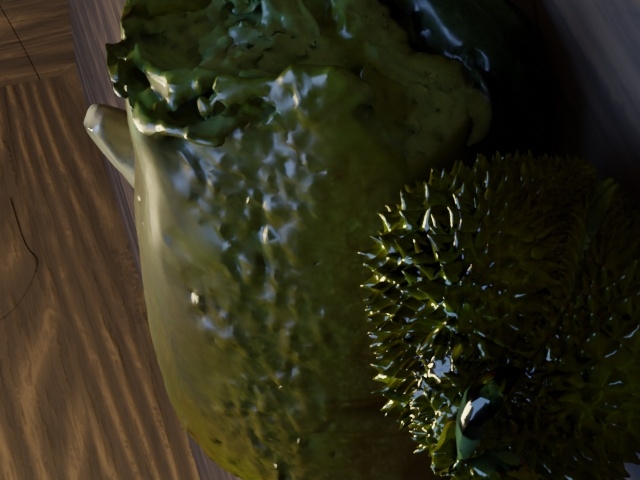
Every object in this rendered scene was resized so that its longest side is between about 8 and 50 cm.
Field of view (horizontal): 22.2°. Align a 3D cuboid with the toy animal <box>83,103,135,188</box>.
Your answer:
[{"bbox_3d":[0.010,-0.016,1.256,0.308,0.188,0.266,23,146,48],"label":"toy animal"}]

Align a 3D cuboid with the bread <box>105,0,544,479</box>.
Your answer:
[{"bbox_3d":[0.000,0.000,0.978,0.251,0.208,0.376,22,135,27],"label":"bread"}]

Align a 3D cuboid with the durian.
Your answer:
[{"bbox_3d":[0.103,0.051,0.791,0.146,0.159,0.198,115,150,-50],"label":"durian"}]
